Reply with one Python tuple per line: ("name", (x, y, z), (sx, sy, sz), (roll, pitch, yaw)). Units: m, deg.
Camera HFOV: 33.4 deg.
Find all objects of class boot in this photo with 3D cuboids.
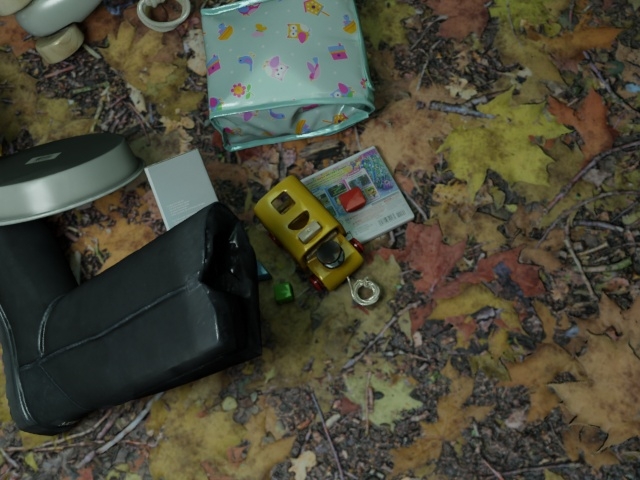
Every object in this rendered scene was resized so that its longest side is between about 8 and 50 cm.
("boot", (-0.293, 0.050, 1.499), (0.445, 0.146, 0.367), (-27, 75, 38))

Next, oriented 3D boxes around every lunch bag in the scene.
("lunch bag", (-0.049, -0.283, 1.738), (0.262, 0.160, 0.223), (-10, 68, 5))

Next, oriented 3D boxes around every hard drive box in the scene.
("hard drive box", (-0.175, 0.007, 1.621), (0.089, 0.181, 0.232), (-21, 69, -5))

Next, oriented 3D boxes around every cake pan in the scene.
("cake pan", (-0.416, -0.100, 1.632), (0.293, 0.293, 0.054), (-15, 109, -3))

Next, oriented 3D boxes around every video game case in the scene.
("video game case", (0.050, -0.062, 1.722), (0.157, 0.019, 0.143), (-26, 70, -6))

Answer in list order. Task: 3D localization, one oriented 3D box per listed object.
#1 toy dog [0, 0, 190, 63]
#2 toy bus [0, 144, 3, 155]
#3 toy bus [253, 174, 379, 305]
("toy dog", (-0.402, -0.449, 1.819), (0.334, 0.220, 0.161), (-20, 38, -12))
("toy bus", (-0.622, -0.196, 1.639), (0.220, 0.149, 0.211), (-16, 106, -19))
("toy bus", (-0.012, -0.005, 1.640), (0.202, 0.104, 0.191), (0, 74, 11))
